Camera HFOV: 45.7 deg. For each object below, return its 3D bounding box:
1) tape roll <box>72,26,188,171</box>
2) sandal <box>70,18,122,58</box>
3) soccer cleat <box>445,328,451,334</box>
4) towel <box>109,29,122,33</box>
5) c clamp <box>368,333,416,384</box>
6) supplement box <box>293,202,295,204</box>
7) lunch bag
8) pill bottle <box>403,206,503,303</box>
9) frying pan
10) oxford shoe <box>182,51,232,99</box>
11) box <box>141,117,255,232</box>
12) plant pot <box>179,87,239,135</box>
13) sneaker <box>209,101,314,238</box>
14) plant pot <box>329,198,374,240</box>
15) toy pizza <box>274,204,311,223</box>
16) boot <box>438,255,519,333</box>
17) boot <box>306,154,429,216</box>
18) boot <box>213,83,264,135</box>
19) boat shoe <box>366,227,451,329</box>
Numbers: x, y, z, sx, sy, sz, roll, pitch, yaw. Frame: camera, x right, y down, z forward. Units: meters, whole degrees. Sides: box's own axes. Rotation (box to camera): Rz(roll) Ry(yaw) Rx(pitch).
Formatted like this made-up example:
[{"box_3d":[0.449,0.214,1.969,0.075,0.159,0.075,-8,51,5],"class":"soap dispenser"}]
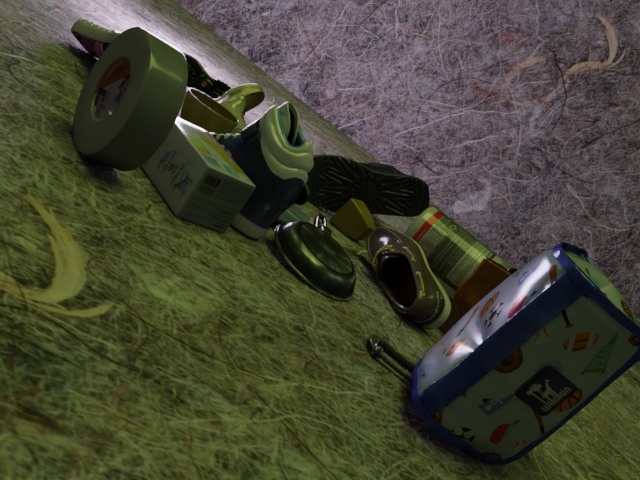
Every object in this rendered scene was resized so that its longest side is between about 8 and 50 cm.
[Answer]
[{"box_3d":[-0.305,-0.224,1.206,0.072,0.219,0.219,24,18,-41],"class":"tape roll"},{"box_3d":[-0.444,-0.380,1.678,0.416,0.102,0.169,32,-9,46],"class":"sandal"},{"box_3d":[0.403,0.251,1.599,0.318,0.116,0.109,33,14,-16],"class":"soccer cleat"},{"box_3d":[-0.506,-0.523,2.161,0.237,0.021,0.102,44,20,27],"class":"towel"},{"box_3d":[0.140,0.214,1.267,0.160,0.022,0.137,40,14,10],"class":"c clamp"},{"box_3d":[-0.084,-0.121,1.654,0.083,0.043,0.055,26,16,-40],"class":"supplement box"},{"box_3d":[0.335,0.175,1.213,0.239,0.328,0.385,52,17,22],"class":"lunch bag"},{"box_3d":[0.357,0.073,1.963,0.318,0.176,0.176,40,14,14],"class":"pill bottle"},{"box_3d":[0.019,0.022,1.502,0.197,0.053,0.326,47,22,8],"class":"frying pan"},{"box_3d":[-0.356,-0.458,2.203,0.227,0.083,0.096,40,-14,-6],"class":"oxford shoe"},{"box_3d":[-0.221,-0.121,1.319,0.114,0.103,0.203,22,20,-47],"class":"box"},{"box_3d":[-0.266,-0.268,1.721,0.134,0.095,0.134,35,14,-10],"class":"plant pot"},{"box_3d":[-0.133,-0.178,1.444,0.130,0.236,0.323,21,20,-48],"class":"sneaker"},{"box_3d":[0.089,-0.046,1.911,0.083,0.081,0.081,52,18,19],"class":"plant pot"},{"box_3d":[-0.105,-0.075,1.612,0.201,0.032,0.201,36,12,-9],"class":"toy pizza"},{"box_3d":[0.428,0.181,1.696,0.295,0.211,0.104,33,14,-14],"class":"boot"},{"box_3d":[0.088,-0.177,2.172,0.366,0.146,0.445,14,12,-10],"class":"boot"},{"box_3d":[-0.194,-0.292,1.846,0.213,0.077,0.165,-28,57,-26],"class":"boot"},{"box_3d":[0.172,0.064,1.672,0.096,0.116,0.324,30,20,-37],"class":"boat shoe"}]
